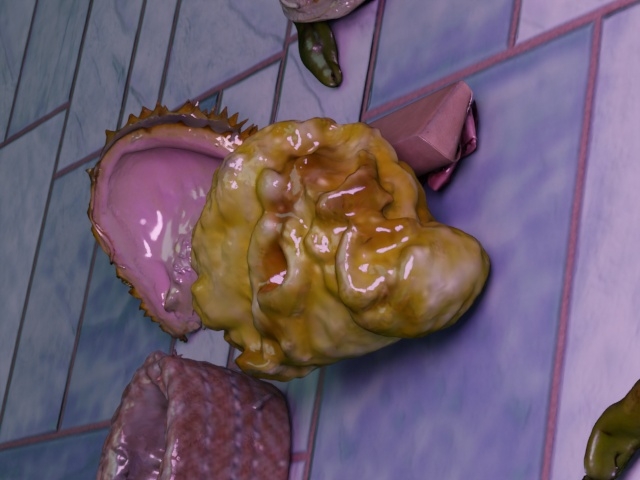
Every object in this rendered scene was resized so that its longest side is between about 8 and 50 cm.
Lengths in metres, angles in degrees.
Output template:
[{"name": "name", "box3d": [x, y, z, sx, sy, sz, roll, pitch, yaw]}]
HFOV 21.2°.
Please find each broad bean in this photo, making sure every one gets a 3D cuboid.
[{"name": "broad bean", "box3d": [-0.006, -0.240, 1.874, 0.061, 0.046, 0.195, -29, 45, 36]}, {"name": "broad bean", "box3d": [0.267, 0.098, 1.170, 0.318, 0.056, 0.098, -59, 36, 32]}]

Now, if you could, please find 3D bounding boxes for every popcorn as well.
[{"name": "popcorn", "box3d": [0.000, 0.000, 1.528, 0.286, 0.173, 0.225, -24, 93, 48]}]

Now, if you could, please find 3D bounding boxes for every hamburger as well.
[{"name": "hamburger", "box3d": [0.010, -0.294, 1.823, 0.140, 0.062, 0.133, 4, 58, 44]}]

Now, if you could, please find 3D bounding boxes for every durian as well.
[{"name": "durian", "box3d": [-0.160, -0.058, 1.891, 0.305, 0.195, 0.186, -51, 27, 37]}]

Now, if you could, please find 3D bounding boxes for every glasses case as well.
[{"name": "glasses case", "box3d": [0.090, -0.087, 1.602, 0.102, 0.070, 0.193, -53, 16, -28]}]

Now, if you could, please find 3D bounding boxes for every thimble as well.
[{"name": "thimble", "box3d": [-0.132, 0.236, 1.699, 0.196, 0.148, 0.229, 22, 94, 62]}]
